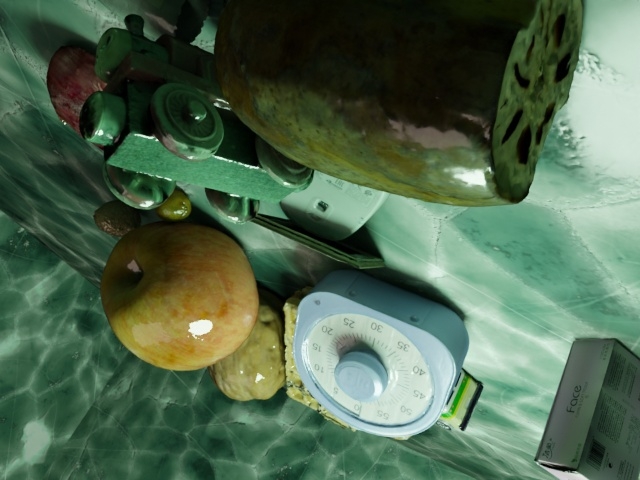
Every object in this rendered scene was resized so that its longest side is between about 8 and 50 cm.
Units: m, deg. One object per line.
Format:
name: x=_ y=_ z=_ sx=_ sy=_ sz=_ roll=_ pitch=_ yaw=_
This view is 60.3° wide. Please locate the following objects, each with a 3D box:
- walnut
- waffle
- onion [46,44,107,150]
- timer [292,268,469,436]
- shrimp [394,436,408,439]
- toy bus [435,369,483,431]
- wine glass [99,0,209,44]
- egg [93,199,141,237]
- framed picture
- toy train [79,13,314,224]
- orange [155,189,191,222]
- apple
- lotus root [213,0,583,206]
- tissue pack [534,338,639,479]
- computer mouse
walnut: x=-0.214 y=0.307 z=1.692 sx=0.306 sy=0.306 sz=0.343 roll=-17 pitch=85 yaw=59
waffle: x=0.022 y=0.326 z=1.514 sx=0.261 sy=0.114 sz=0.376 roll=20 pitch=128 yaw=24
onion: x=-0.398 y=-0.237 z=1.052 sx=0.284 sy=0.120 sz=0.227 roll=24 pitch=161 yaw=12
timer: x=0.115 y=0.280 z=1.238 sx=0.395 sy=0.173 sz=0.394 roll=12 pitch=119 yaw=23
shrimp: x=0.188 y=0.362 z=1.436 sx=0.077 sy=0.317 sz=0.168 roll=-6 pitch=-176 yaw=-34
toy bus: x=0.270 y=0.407 z=1.544 sx=0.179 sy=0.143 sz=0.305 roll=44 pitch=153 yaw=-25
wine glass: x=-0.315 y=-0.337 z=0.642 sx=0.310 sy=0.096 sz=0.264 roll=28 pitch=-162 yaw=3
egg: x=-0.593 y=-0.062 z=1.622 sx=0.116 sy=0.118 sz=0.140 roll=-37 pitch=152 yaw=33
framed picture: x=0.000 y=0.000 z=1.037 sx=0.231 sy=0.018 sz=0.293 roll=24 pitch=-175 yaw=14
toy train: x=-0.138 y=-0.151 z=0.671 sx=0.304 sy=0.221 sz=0.150 roll=11 pitch=149 yaw=-44
orange: x=-0.363 y=-0.084 z=1.362 sx=0.095 sy=0.085 sz=0.085 roll=13 pitch=152 yaw=38
apple: x=-0.365 y=0.133 z=1.422 sx=0.392 sy=0.391 sz=0.347 roll=8 pitch=173 yaw=41
lotus root: x=0.053 y=-0.172 z=0.540 sx=0.346 sy=0.250 sz=0.250 roll=24 pitch=156 yaw=25
tissue pack: x=0.495 y=0.318 z=0.974 sx=0.149 sy=0.246 sz=0.092 roll=37 pitch=156 yaw=-16
computer mouse: x=0.026 y=-0.097 z=0.875 sx=0.160 sy=0.097 sz=0.288 roll=31 pitch=151 yaw=-2
